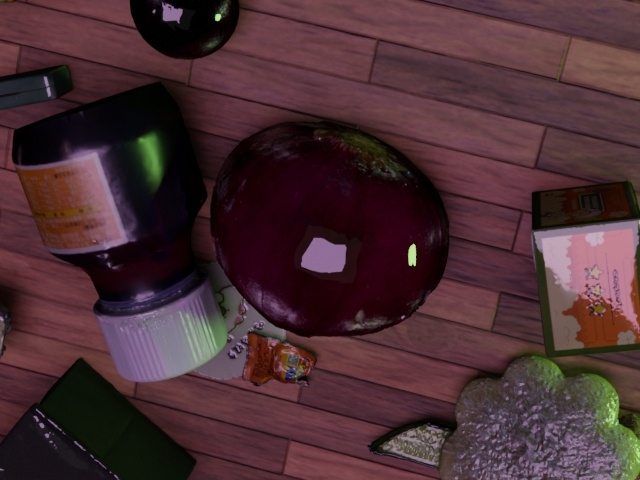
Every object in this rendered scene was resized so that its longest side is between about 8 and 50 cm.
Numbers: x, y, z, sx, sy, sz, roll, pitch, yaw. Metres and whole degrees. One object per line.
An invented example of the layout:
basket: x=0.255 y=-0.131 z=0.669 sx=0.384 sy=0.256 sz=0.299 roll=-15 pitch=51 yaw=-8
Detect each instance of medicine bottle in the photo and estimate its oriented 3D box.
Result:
medicine bottle: x=-0.261 y=-0.004 z=1.703 sx=0.243 sy=0.242 sz=0.394 roll=-12 pitch=104 yaw=13

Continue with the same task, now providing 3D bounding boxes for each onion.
onion: x=0.000 y=0.000 z=1.659 sx=0.337 sy=0.260 sz=0.281 roll=29 pitch=114 yaw=0

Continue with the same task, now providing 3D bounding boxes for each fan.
fan: x=-0.198 y=0.078 z=1.841 sx=0.329 sy=0.009 sz=0.191 roll=42 pitch=109 yaw=-5

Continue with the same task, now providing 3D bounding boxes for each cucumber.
cucumber: x=0.183 y=0.303 z=1.828 sx=0.220 sy=0.046 sz=0.070 roll=14 pitch=106 yaw=4

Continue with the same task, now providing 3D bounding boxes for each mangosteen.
mangosteen: x=-0.185 y=-0.312 z=1.658 sx=0.153 sy=0.152 sz=0.152 roll=3 pitch=107 yaw=9

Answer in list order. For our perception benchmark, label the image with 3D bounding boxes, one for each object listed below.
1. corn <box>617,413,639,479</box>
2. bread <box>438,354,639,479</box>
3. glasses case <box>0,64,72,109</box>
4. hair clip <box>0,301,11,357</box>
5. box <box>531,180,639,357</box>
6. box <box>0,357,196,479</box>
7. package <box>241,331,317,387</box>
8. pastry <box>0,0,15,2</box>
corn: x=0.502 y=0.397 z=1.779 sx=0.097 sy=0.097 sz=0.319 roll=-27 pitch=99 yaw=16
bread: x=0.300 y=0.264 z=1.747 sx=0.287 sy=0.056 sz=0.207 roll=-9 pitch=79 yaw=14
glasses case: x=-0.451 y=-0.210 z=1.760 sx=0.184 sy=0.078 sz=0.039 roll=-9 pitch=106 yaw=12
hair clip: x=-0.602 y=0.094 z=1.878 sx=0.321 sy=0.091 sz=0.138 roll=21 pitch=109 yaw=14
box: x=0.359 y=0.034 z=1.633 sx=0.148 sy=0.195 sz=0.177 roll=-5 pitch=105 yaw=12
box: x=-0.397 y=0.398 z=1.871 sx=0.251 sy=0.204 sz=0.345 roll=42 pitch=109 yaw=-4
package: x=-0.063 y=0.185 z=1.837 sx=0.111 sy=0.033 sz=0.077 roll=14 pitch=120 yaw=6
pastry: x=-0.491 y=-0.470 z=1.565 sx=0.389 sy=0.312 sz=0.388 roll=0 pitch=99 yaw=0
